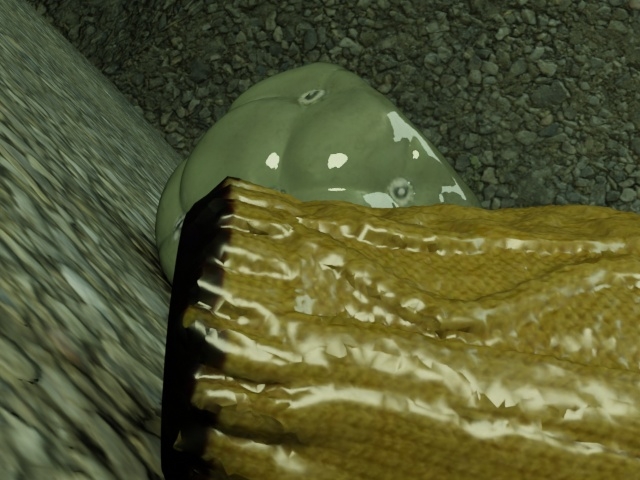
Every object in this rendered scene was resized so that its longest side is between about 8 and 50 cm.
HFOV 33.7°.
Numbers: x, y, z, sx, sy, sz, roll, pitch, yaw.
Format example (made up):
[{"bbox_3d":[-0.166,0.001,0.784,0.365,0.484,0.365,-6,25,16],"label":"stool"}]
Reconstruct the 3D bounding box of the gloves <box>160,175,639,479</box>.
[{"bbox_3d":[0.111,0.075,0.379,0.356,0.155,0.203,24,17,-11],"label":"gloves"}]

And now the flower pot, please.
[{"bbox_3d":[0.000,0.000,0.774,0.246,0.195,0.246,45,-2,2],"label":"flower pot"}]
